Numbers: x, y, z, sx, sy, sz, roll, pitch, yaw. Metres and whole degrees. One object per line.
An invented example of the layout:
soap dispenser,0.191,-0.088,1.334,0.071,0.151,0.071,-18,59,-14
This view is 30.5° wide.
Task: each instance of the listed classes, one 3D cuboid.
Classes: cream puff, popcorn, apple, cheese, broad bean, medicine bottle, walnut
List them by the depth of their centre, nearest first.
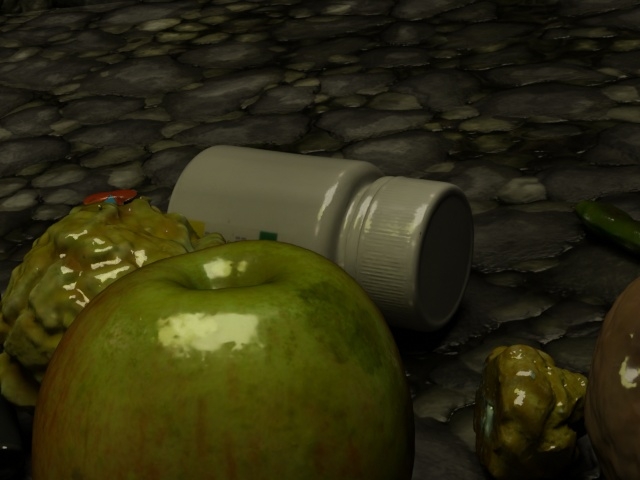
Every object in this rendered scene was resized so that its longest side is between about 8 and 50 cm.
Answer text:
apple,-0.083,0.163,1.021,0.340,0.339,0.339,-6,26,3
walnut,0.364,0.138,1.025,0.273,0.227,0.273,-13,57,21
cream puff,0.213,0.171,1.142,0.116,0.146,0.146,8,25,-8
popcorn,-0.215,0.081,1.297,0.282,0.247,0.282,9,32,-6
medicine bottle,0.000,0.000,1.443,0.340,0.208,0.208,9,30,29
broad bean,0.418,-0.005,1.533,0.065,0.046,0.254,-16,28,-33
cheese,-0.324,-0.025,1.768,0.106,0.037,0.256,-6,25,-2

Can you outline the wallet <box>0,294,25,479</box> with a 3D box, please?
wallet,-0.475,0.173,1.370,0.228,0.062,0.406,-14,27,-13
